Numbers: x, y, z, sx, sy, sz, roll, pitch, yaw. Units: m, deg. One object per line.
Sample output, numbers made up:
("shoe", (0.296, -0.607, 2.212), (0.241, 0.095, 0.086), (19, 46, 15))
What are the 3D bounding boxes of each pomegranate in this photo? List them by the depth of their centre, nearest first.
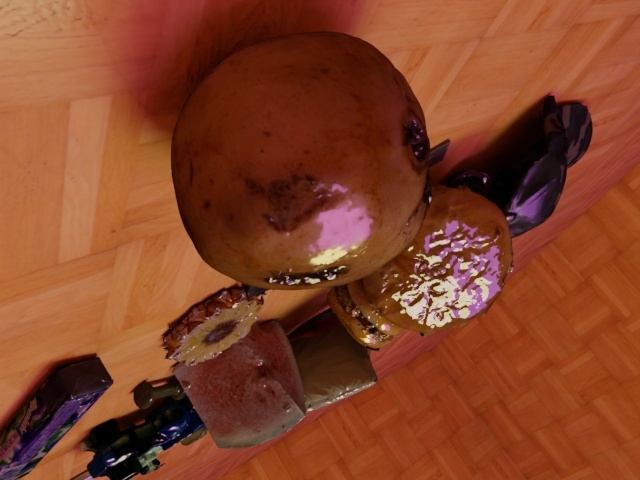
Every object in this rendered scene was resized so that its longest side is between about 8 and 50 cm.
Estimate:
("pomegranate", (-0.014, -0.071, 0.589), (0.260, 0.260, 0.260), (-31, 160, -12))

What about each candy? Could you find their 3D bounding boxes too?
("candy", (-0.446, 0.296, 0.972), (0.312, 0.061, 0.088), (-44, 161, 24))

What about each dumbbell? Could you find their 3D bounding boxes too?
("dumbbell", (-0.319, 0.303, 1.226), (0.052, 0.046, 0.118), (-48, 157, 18))

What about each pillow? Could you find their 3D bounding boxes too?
("pillow", (-0.024, 0.288, 1.396), (0.280, 0.076, 0.274), (-20, -159, 2))

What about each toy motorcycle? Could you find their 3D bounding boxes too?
("toy motorcycle", (-0.347, 0.412, 1.338), (0.331, 0.125, 0.196), (-20, 154, -46))

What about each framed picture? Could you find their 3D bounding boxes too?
("framed picture", (0.191, -0.143, 1.098), (0.089, 0.007, 0.066), (-30, 161, -14))

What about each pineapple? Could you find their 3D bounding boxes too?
("pineapple", (-0.184, 0.153, 1.101), (0.221, 0.047, 0.221), (-32, 160, -13))

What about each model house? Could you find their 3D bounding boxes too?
("model house", (-0.335, 0.511, 1.655), (0.078, 0.066, 0.083), (-37, 162, 9))

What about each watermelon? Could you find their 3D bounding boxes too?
("watermelon", (-0.158, 0.275, 1.241), (0.212, 0.262, 0.201), (-33, 133, 2))

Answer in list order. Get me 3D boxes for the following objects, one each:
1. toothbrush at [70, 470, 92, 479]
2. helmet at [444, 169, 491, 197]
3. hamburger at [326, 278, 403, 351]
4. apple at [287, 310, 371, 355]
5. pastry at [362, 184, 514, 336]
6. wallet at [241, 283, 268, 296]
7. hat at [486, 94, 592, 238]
("toothbrush", (-0.478, 0.522, 1.502), (0.342, 0.025, 0.030), (-29, 153, -20))
("helmet", (0.296, -0.112, 1.265), (0.089, 0.057, 0.111), (26, 121, -20))
("hamburger", (0.102, 0.143, 1.352), (0.118, 0.191, 0.182), (-46, 179, 11))
("apple", (0.000, 0.299, 1.639), (0.345, 0.254, 0.179), (-26, -158, -21))
("pastry", (0.224, 0.029, 1.208), (0.184, 0.284, 0.316), (-93, -159, -62))
("wallet", (0.000, 0.000, 1.054), (0.309, 0.042, 0.165), (-21, 157, -45))
("hat", (0.490, -0.134, 1.353), (0.381, 0.258, 0.366), (0, 146, -29))
